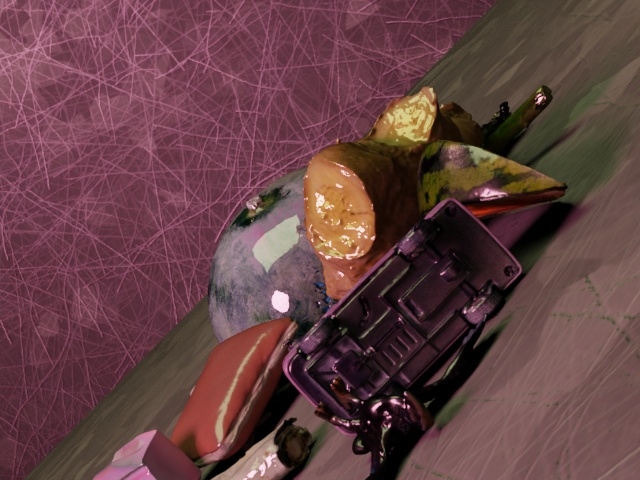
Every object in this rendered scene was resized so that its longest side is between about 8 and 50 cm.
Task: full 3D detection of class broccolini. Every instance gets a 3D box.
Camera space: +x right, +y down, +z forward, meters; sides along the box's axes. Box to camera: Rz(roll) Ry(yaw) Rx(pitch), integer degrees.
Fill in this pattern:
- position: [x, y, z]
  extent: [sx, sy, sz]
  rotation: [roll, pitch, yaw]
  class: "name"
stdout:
- position: [0.207, -0.125, 1.418]
  extent: [0.123, 0.062, 0.271]
  rotation: [-65, 7, -19]
  class: "broccolini"

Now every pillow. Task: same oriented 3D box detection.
- position: [-0.097, 0.177, 1.411]
  extent: [0.171, 0.075, 0.179]
  rotation: [-30, 28, 53]
  class: "pillow"

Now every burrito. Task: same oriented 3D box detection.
- position: [-0.062, 0.211, 1.155]
  extent: [0.118, 0.044, 0.074]
  rotation: [-42, 5, 16]
  class: "burrito"

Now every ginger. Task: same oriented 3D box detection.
- position: [0.091, -0.053, 1.305]
  extent: [0.270, 0.123, 0.219]
  rotation: [-31, -43, -36]
  class: "ginger"

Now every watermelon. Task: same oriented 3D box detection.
- position: [-0.005, -0.004, 1.525]
  extent: [0.322, 0.175, 0.188]
  rotation: [-50, 7, -21]
  class: "watermelon"
- position: [0.146, -0.047, 1.148]
  extent: [0.245, 0.119, 0.063]
  rotation: [133, 146, -82]
  class: "watermelon"

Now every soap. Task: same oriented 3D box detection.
- position: [-0.185, 0.264, 1.358]
  extent: [0.149, 0.100, 0.056]
  rotation: [-41, 8, 45]
  class: "soap"

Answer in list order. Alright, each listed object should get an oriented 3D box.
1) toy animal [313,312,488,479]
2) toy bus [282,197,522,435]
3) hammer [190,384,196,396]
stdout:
- position: [0.048, 0.131, 0.941]
  extent: [0.108, 0.062, 0.220]
  rotation: [-8, 34, 50]
  class: "toy animal"
- position: [0.062, 0.062, 1.056]
  extent: [0.199, 0.096, 0.108]
  rotation: [-45, 2, -4]
  class: "toy bus"
- position: [-0.164, 0.221, 1.808]
  extent: [0.052, 0.031, 0.083]
  rotation: [-48, 12, 18]
  class: "hammer"
